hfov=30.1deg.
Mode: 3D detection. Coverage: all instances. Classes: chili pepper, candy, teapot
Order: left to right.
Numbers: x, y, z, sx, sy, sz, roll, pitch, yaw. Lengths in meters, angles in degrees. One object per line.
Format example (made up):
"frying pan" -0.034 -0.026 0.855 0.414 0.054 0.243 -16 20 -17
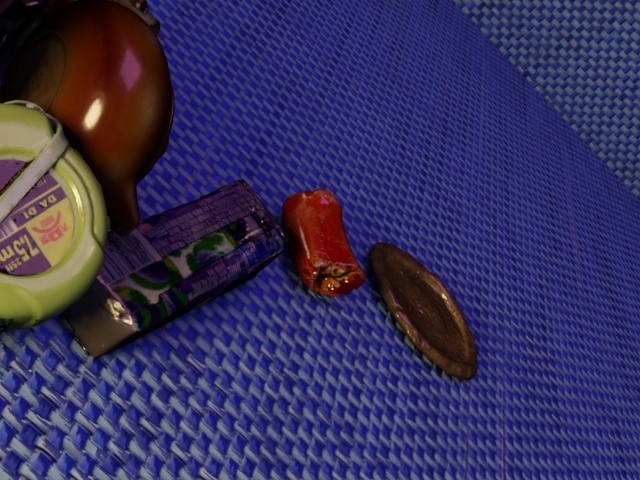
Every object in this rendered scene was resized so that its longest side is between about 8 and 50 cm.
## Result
"teapot" -0.183 -0.116 0.975 0.135 0.178 0.252 29 42 -42
"candy" -0.125 0.018 1.036 0.088 0.061 0.312 53 25 4
"chili pepper" 0.000 0.000 1.275 0.070 0.073 0.123 88 -12 -51

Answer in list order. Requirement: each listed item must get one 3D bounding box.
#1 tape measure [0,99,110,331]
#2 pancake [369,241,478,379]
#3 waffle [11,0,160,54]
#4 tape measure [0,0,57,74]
"tape measure" -0.225 -0.012 0.821 0.154 0.087 0.177 52 56 -10
"pancake" 0.127 0.083 1.430 0.199 0.021 0.199 41 24 -23
"waffle" -0.293 -0.261 1.143 0.317 0.073 0.297 36 21 -13
"tape measure" -0.273 -0.171 0.828 0.149 0.245 0.231 46 8 -9
